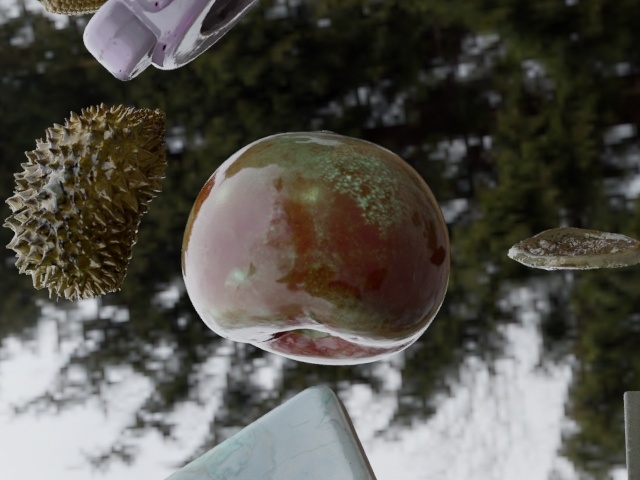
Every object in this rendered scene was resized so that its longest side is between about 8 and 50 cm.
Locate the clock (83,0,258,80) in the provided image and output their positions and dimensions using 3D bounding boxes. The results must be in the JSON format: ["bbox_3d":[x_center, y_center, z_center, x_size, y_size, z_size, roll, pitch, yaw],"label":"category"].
[{"bbox_3d":[-0.104,-0.320,1.761,0.113,0.322,0.295,44,-153,3],"label":"clock"}]

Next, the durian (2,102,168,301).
[{"bbox_3d":[-0.280,-0.043,1.864,0.138,0.183,0.249,-31,-38,-73],"label":"durian"}]

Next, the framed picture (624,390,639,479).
[{"bbox_3d":[0.361,0.203,1.222,0.018,0.265,0.192,38,-130,-73],"label":"framed picture"}]

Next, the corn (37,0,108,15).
[{"bbox_3d":[-0.238,-0.309,1.979,0.068,0.207,0.068,171,90,-68],"label":"corn"}]

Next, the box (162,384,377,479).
[{"bbox_3d":[-0.089,0.226,1.207,0.044,0.285,0.142,50,-170,-44],"label":"box"}]

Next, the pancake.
[{"bbox_3d":[0.260,0.010,1.690,0.139,0.139,0.022,-37,-52,-67],"label":"pancake"}]

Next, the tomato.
[{"bbox_3d":[0.000,0.000,1.656,0.270,0.270,0.222,38,-129,-63],"label":"tomato"}]
